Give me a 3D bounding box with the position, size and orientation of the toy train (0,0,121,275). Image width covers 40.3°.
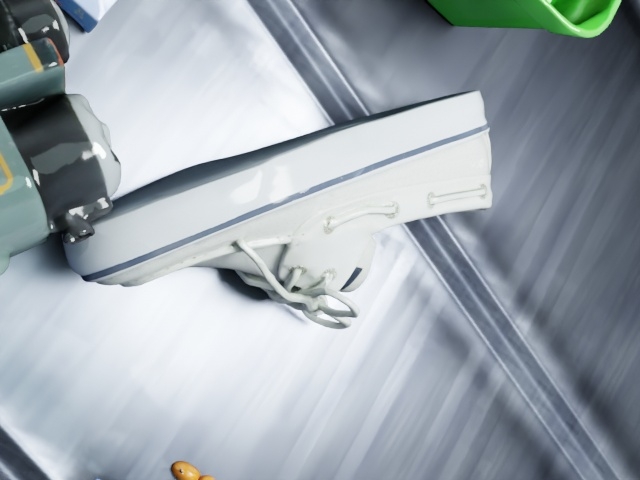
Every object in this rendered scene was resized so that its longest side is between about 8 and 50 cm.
[{"bbox_3d":[-0.280,-0.033,0.488,0.334,0.142,0.190,-27,84,-23],"label":"toy train"}]

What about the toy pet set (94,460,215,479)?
[{"bbox_3d":[-0.124,0.213,0.619,0.114,0.065,0.122,37,72,-21],"label":"toy pet set"}]

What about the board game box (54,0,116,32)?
[{"bbox_3d":[-0.195,-0.279,0.616,0.211,0.039,0.160,41,71,-21],"label":"board game box"}]

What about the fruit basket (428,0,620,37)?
[{"bbox_3d":[0.147,-0.359,0.613,0.392,0.392,0.283,36,73,-21],"label":"fruit basket"}]

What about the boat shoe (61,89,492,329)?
[{"bbox_3d":[-0.004,0.000,0.663,0.367,0.135,0.157,-22,101,-36],"label":"boat shoe"}]
